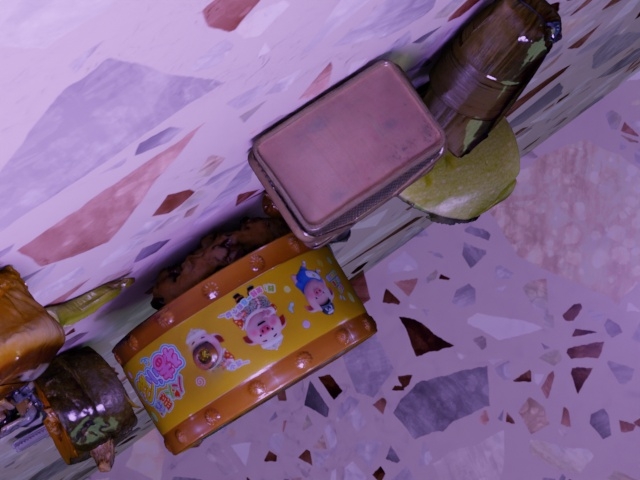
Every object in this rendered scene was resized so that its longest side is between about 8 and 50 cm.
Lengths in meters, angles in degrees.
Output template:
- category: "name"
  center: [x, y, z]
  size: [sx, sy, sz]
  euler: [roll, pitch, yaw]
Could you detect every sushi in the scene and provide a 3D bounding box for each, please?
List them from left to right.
- category: "sushi"
  center: [-0.059, -0.077, 1.911]
  size: [0.118, 0.061, 0.060]
  euler: [-54, 177, -41]

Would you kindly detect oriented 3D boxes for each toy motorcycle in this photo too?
- category: "toy motorcycle"
  center: [-0.544, 0.290, 1.948]
  size: [0.130, 0.094, 0.229]
  euler: [-28, 161, -18]

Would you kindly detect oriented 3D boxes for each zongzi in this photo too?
- category: "zongzi"
  center: [0.294, -0.307, 1.799]
  size: [0.300, 0.138, 0.286]
  euler: [-46, 174, -48]

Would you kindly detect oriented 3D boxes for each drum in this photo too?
- category: "drum"
  center: [-0.127, 0.171, 1.931]
  size: [0.431, 0.214, 0.431]
  euler: [-31, 175, -3]

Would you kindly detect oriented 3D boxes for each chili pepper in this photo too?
- category: "chili pepper"
  center: [-0.370, 0.101, 1.754]
  size: [0.208, 0.043, 0.049]
  euler: [-31, 147, -55]

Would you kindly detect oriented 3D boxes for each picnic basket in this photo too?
- category: "picnic basket"
  center: [0.040, -0.124, 1.636]
  size: [0.267, 0.165, 0.139]
  euler: [-35, 171, -6]

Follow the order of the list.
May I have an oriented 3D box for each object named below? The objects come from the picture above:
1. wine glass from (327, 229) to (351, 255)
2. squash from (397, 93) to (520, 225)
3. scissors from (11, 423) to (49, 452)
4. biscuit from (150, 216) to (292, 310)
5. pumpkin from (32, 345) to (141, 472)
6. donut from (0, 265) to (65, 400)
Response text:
- category: "wine glass"
  center: [0.000, 0.000, 2.369]
  size: [0.122, 0.122, 0.183]
  euler: [-30, 168, -29]
- category: "squash"
  center: [0.167, -0.121, 1.917]
  size: [0.309, 0.233, 0.210]
  euler: [-31, 161, -36]
- category: "scissors"
  center: [-0.618, 0.429, 2.625]
  size: [0.118, 0.030, 0.242]
  euler: [-41, 171, 33]
- category: "biscuit"
  center: [-0.168, 0.036, 2.013]
  size: [0.289, 0.081, 0.334]
  euler: [-33, 174, 15]
- category: "pumpkin"
  center: [-0.437, 0.329, 2.125]
  size: [0.139, 0.221, 0.317]
  euler: [-32, 172, -25]
- category: "donut"
  center: [-0.468, 0.160, 1.367]
  size: [0.330, 0.160, 0.330]
  euler: [-37, -177, 2]
